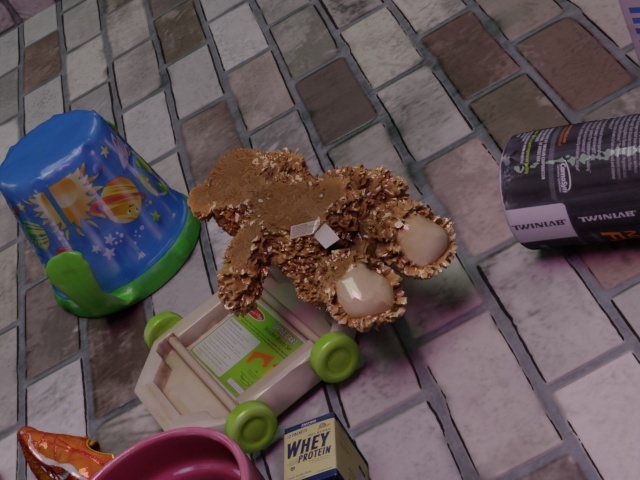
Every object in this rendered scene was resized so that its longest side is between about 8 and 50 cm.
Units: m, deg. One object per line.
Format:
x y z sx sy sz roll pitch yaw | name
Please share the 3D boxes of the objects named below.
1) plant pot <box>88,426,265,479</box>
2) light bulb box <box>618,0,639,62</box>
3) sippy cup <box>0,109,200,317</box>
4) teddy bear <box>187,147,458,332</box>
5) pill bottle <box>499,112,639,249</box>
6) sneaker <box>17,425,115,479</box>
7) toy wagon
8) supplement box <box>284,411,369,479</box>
-0.112 0.301 1.093 0.201 0.180 0.201 -21 35 15 | plant pot
0.502 -0.395 1.330 0.361 0.358 0.225 4 45 43 | light bulb box
-0.320 -0.051 1.678 0.240 0.224 0.305 -43 35 -15 | sippy cup
0.000 0.000 1.360 0.338 0.113 0.245 9 56 35 | teddy bear
0.321 -0.066 1.258 0.245 0.130 0.130 -7 41 33 | pill bottle
-0.298 0.257 1.427 0.067 0.064 0.175 -31 33 -36 | sneaker
-0.053 0.101 1.407 0.344 0.068 0.267 -38 34 -11 | toy wagon
0.007 0.229 1.176 0.056 0.083 0.083 -22 34 14 | supplement box
